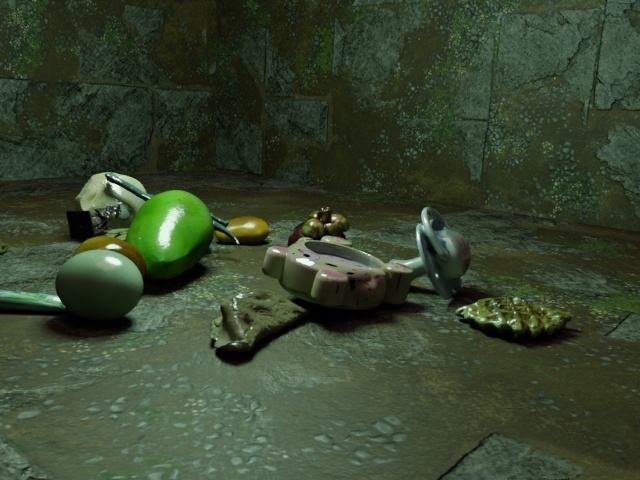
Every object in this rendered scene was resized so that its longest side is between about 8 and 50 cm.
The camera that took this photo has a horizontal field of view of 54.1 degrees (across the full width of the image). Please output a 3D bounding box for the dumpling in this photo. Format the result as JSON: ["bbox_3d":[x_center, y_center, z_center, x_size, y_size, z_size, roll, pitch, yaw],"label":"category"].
[{"bbox_3d":[-0.144,0.147,1.310,0.166,0.086,0.332,11,10,22],"label":"dumpling"}]

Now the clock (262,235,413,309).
[{"bbox_3d":[0.038,0.076,1.498,0.284,0.114,0.309,26,16,38],"label":"clock"}]

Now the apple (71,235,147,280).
[{"bbox_3d":[-0.503,0.062,1.479,0.163,0.147,0.147,-9,12,-36],"label":"apple"}]

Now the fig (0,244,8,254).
[{"bbox_3d":[-0.944,0.019,1.747,0.124,0.124,0.236,4,-12,8],"label":"fig"}]

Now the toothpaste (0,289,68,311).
[{"bbox_3d":[-0.680,0.130,1.365,0.296,0.048,0.075,5,9,-5],"label":"toothpaste"}]

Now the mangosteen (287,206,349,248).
[{"bbox_3d":[0.000,0.000,1.749,0.199,0.200,0.200,3,12,-1],"label":"mangosteen"}]

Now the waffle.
[{"bbox_3d":[0.433,0.167,1.402,0.223,0.054,0.204,-5,14,-35],"label":"waffle"}]

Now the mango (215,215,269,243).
[{"bbox_3d":[-0.263,-0.033,2.112,0.177,0.090,0.115,-6,20,0],"label":"mango"}]

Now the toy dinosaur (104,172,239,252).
[{"bbox_3d":[-0.457,-0.098,1.898,0.331,0.129,0.383,35,-12,-38],"label":"toy dinosaur"}]

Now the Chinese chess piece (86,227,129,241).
[{"bbox_3d":[-0.583,0.014,1.825,0.188,0.083,0.188,-1,14,0],"label":"Chinese chess piece"}]

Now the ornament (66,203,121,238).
[{"bbox_3d":[-0.632,-0.058,1.810,0.088,0.081,0.203,1,10,16],"label":"ornament"}]

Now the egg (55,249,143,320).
[{"bbox_3d":[-0.466,0.094,1.319,0.192,0.150,0.149,3,11,23],"label":"egg"}]

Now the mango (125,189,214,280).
[{"bbox_3d":[-0.404,-0.009,1.681,0.225,0.201,0.382,3,24,-5],"label":"mango"}]

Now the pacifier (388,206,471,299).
[{"bbox_3d":[0.265,0.049,1.629,0.225,0.239,0.287,-25,-1,22],"label":"pacifier"}]

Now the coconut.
[{"bbox_3d":[-0.680,-0.113,2.054,0.241,0.241,0.241,3,12,-1],"label":"coconut"}]
